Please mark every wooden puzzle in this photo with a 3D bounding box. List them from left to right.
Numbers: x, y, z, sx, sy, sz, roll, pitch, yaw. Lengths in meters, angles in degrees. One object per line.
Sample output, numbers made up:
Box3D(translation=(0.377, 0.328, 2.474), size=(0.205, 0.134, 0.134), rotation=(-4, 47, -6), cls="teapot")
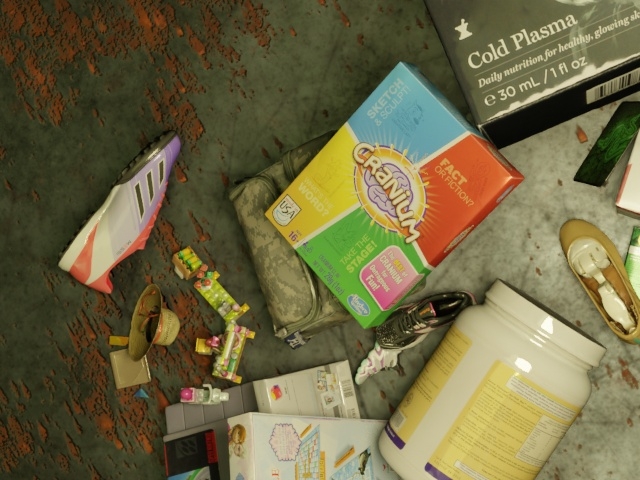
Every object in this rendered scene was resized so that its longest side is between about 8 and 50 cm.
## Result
Box3D(translation=(-0.340, 0.225, 2.045), size=(0.078, 0.014, 0.116), rotation=(-7, 87, 17), cls="wooden puzzle")

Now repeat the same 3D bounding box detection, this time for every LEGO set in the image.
Box3D(translation=(-0.186, 0.134, 1.943), size=(0.132, 0.107, 0.287), rotation=(-8, 74, 3), cls="LEGO set")

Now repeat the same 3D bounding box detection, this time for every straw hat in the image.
Box3D(translation=(-0.281, 0.150, 2.003), size=(0.061, 0.144, 0.144), rotation=(18, 93, -28), cls="straw hat")

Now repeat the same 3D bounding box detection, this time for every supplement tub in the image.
Box3D(translation=(0.270, 0.251, 1.787), size=(0.241, 0.241, 0.331), rotation=(34, 96, 12), cls="supplement tub")

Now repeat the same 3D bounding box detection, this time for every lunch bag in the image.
Box3D(translation=(0.000, 0.000, 1.883), size=(0.256, 0.212, 0.305), rotation=(-24, 82, 28), cls="lunch bag")

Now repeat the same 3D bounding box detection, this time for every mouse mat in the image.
Box3D(translation=(0.455, -0.153, 1.784), size=(0.007, 0.189, 0.152), rotation=(31, 95, -5), cls="mouse mat")

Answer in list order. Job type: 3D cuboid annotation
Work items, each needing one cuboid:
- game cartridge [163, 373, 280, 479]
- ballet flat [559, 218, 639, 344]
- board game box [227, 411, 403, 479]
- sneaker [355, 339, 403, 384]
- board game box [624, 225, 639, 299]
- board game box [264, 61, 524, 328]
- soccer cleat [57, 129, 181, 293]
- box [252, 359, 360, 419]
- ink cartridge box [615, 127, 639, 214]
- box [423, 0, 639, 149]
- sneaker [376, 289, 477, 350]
Box3D(translation=(-0.143, 0.417, 1.900), size=(0.230, 0.068, 0.355), rotation=(-16, 60, 8), cls="game cartridge")
Box3D(translation=(0.451, 0.060, 1.814), size=(0.080, 0.073, 0.232), rotation=(-39, 69, 21), cls="ballet flat")
Box3D(translation=(0.005, 0.436, 1.782), size=(0.066, 0.318, 0.318), rotation=(-22, 64, 45), cls="board game box")
Box3D(translation=(0.107, 0.214, 1.928), size=(0.069, 0.038, 0.098), rotation=(33, 96, 13), cls="sneaker")
Box3D(translation=(0.614, 0.072, 1.821), size=(0.260, 0.030, 0.136), rotation=(15, 94, 13), cls="board game box")
Box3D(translation=(0.102, -0.065, 1.676), size=(0.242, 0.064, 0.316), rotation=(48, 110, 16), cls="board game box")
Box3D(translation=(-0.331, -0.052, 2.016), size=(0.116, 0.108, 0.318), rotation=(38, 95, -9), cls="soccer cleat")
Box3D(translation=(-0.016, 0.284, 1.887), size=(0.038, 0.186, 0.145), rotation=(-17, 84, 46), cls="box")
Box3D(translation=(0.536, -0.089, 1.769), size=(0.127, 0.176, 0.128), rotation=(18, 92, 15), cls="ink cartridge box")
Box3D(translation=(0.384, -0.458, 1.758), size=(0.480, 0.297, 0.471), rotation=(-23, 82, 12), cls="box")
Box3D(translation=(0.170, 0.122, 1.887), size=(0.178, 0.077, 0.072), rotation=(-28, 73, 4), cls="sneaker")
